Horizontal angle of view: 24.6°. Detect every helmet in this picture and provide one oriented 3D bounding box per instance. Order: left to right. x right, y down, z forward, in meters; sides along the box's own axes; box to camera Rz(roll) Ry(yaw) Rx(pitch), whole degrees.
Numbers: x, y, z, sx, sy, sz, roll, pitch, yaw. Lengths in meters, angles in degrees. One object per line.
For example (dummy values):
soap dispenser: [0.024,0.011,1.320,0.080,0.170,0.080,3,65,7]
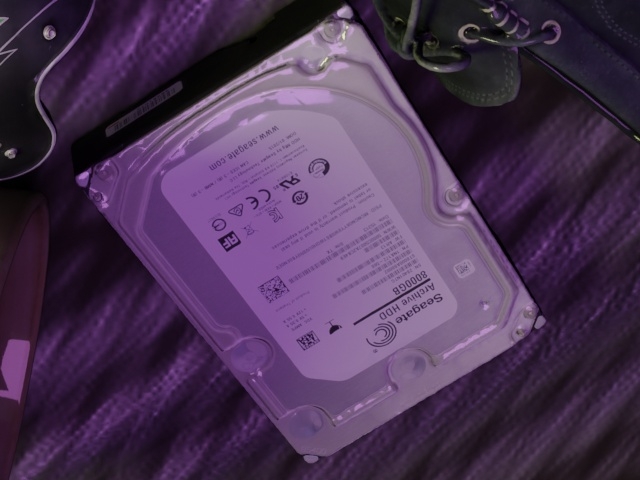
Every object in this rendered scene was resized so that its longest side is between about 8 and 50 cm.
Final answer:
helmet: [-0.230,-0.135,0.938,0.169,0.169,0.162,-1,135,-13]

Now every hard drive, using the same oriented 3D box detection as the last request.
hard drive: [0.000,0.000,1.131,0.237,0.064,0.339,-31,123,6]

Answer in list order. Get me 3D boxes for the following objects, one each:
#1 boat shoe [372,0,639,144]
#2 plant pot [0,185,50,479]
boat shoe: [0.104,-0.174,0.983,0.500,0.187,0.156,18,109,-28]
plant pot: [-0.351,0.097,0.980,0.280,0.323,0.323,12,117,-5]
